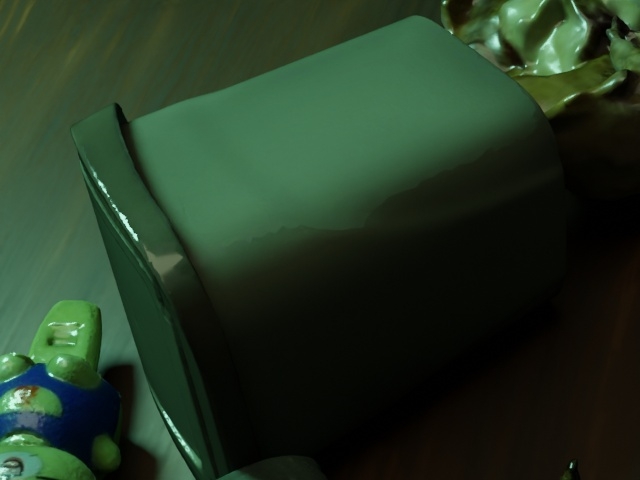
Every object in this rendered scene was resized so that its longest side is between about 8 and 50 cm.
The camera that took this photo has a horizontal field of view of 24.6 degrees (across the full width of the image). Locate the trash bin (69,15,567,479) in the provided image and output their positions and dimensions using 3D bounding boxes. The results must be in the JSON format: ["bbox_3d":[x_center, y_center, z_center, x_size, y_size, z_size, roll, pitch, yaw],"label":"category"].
[{"bbox_3d":[0.000,0.000,0.880,0.250,0.219,0.219,-27,45,-18],"label":"trash bin"}]

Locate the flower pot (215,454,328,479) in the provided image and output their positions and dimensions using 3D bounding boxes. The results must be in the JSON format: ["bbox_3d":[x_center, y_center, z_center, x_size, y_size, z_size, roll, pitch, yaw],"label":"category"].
[{"bbox_3d":[-0.064,0.216,0.753,0.229,0.103,0.108,-32,47,-17],"label":"flower pot"}]

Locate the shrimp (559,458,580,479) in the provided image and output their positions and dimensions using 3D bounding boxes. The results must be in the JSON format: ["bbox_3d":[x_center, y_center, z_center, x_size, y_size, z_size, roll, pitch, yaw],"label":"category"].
[{"bbox_3d":[0.131,0.218,0.716,0.145,0.059,0.254,12,52,26],"label":"shrimp"}]

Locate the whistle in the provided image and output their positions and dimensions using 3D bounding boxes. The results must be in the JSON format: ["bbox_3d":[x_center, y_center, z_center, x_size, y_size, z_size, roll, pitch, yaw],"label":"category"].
[{"bbox_3d":[-0.170,0.122,0.898,0.105,0.085,0.227,0,46,7],"label":"whistle"}]

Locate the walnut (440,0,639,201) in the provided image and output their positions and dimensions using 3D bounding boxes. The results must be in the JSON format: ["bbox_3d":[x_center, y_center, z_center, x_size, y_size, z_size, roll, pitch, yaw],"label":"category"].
[{"bbox_3d":[0.184,-0.121,0.982,0.204,0.141,0.238,8,51,40],"label":"walnut"}]
